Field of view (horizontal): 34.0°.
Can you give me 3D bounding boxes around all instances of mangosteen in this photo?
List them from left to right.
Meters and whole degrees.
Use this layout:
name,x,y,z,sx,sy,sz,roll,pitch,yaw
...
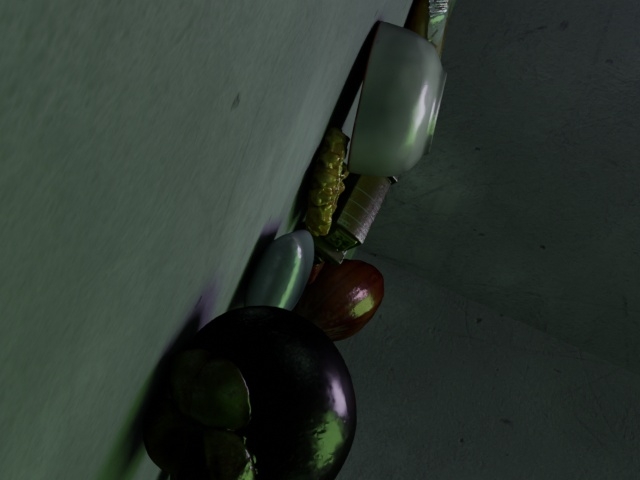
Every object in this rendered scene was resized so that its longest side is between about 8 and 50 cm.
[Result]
name,x,y,z,sx,sy,sz,roll,pitch,yaw
mangosteen,-0.073,0.183,1.108,0.243,0.243,0.243,24,90,-86

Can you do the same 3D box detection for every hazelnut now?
name,x,y,z,sx,sy,sz,roll,pitch,yaw
hazelnut,0.022,0.119,2.167,0.212,0.181,0.181,144,-53,-58

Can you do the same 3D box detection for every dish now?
name,x,y,z,sx,sy,sz,roll,pitch,yaw
dish,0.123,-0.206,1.596,0.256,0.117,0.256,13,90,-86

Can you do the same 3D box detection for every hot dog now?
name,x,y,z,sx,sy,sz,roll,pitch,yaw
hot dog,0.211,-0.422,2.075,0.270,0.082,0.162,97,8,-52

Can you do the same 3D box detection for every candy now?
name,x,y,z,sx,sy,sz,roll,pitch,yaw
candy,-0.055,0.051,1.403,0.174,0.071,0.138,-34,147,-85

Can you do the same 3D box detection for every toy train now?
name,x,y,z,sx,sy,sz,roll,pitch,yaw
toy train,0.048,-0.059,1.735,0.137,0.090,0.225,-24,-146,53

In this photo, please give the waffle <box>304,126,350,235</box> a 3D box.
name,x,y,z,sx,sy,sz,roll,pitch,yaw
waffle,0.010,-0.090,1.586,0.194,0.051,0.149,94,10,-65

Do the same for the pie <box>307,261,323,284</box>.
name,x,y,z,sx,sy,sz,roll,pitch,yaw
pie,0.002,0.004,2.051,0.182,0.050,0.182,26,90,-87

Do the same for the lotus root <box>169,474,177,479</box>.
name,x,y,z,sx,sy,sz,roll,pitch,yaw
lotus root,-0.138,0.320,1.453,0.154,0.154,0.278,106,8,-63
